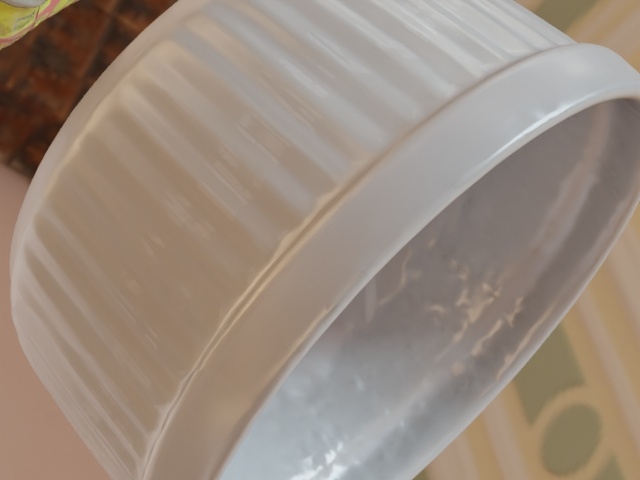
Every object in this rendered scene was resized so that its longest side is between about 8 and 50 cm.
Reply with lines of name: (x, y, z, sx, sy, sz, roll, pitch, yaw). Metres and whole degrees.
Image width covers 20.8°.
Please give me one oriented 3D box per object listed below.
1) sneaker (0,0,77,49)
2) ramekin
sneaker: (-0.179, -0.142, 0.941, 0.094, 0.081, 0.208, -40, -176, 10)
ramekin: (0.000, 0.000, 0.550, 0.109, 0.207, 0.207, 44, -77, 20)
